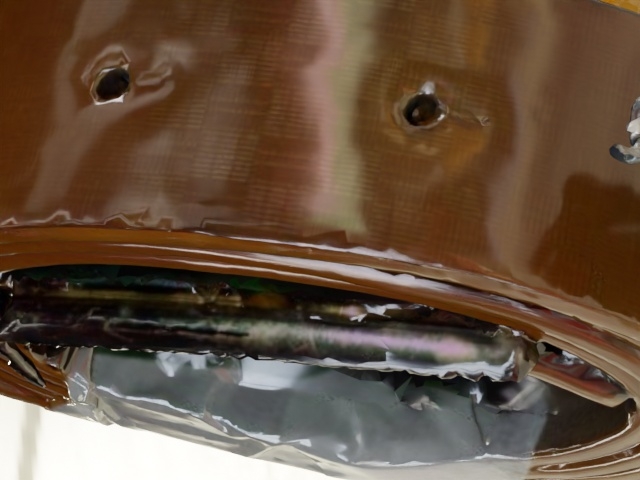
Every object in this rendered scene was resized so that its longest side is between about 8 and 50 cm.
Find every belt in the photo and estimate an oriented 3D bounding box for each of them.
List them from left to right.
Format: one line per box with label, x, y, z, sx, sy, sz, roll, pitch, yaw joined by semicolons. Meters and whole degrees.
belt;0.000;0.000;0.530;0.184;0.261;0.105;57;-140;-58

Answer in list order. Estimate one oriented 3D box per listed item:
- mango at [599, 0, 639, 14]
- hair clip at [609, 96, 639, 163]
mango;0.088;-0.106;0.635;0.112;0.145;0.219;117;157;-76
hair clip;0.208;-0.038;0.419;0.106;0.292;0.084;-112;10;-73
